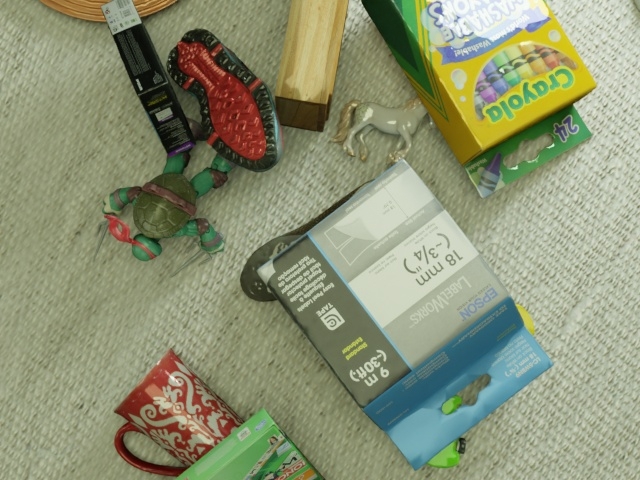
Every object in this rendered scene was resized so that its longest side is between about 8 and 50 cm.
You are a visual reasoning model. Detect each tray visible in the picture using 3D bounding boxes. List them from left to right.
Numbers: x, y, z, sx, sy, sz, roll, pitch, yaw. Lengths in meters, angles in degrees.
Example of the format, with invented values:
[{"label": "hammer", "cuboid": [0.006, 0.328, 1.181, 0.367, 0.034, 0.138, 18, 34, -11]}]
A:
[{"label": "tray", "cuboid": [0.011, -0.364, 1.621, 0.076, 0.203, 0.410, 9, 85, -1]}]

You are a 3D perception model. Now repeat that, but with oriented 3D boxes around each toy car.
[{"label": "toy car", "cuboid": [0.163, 0.191, 1.647, 0.239, 0.053, 0.224, 3, 85, 1]}]

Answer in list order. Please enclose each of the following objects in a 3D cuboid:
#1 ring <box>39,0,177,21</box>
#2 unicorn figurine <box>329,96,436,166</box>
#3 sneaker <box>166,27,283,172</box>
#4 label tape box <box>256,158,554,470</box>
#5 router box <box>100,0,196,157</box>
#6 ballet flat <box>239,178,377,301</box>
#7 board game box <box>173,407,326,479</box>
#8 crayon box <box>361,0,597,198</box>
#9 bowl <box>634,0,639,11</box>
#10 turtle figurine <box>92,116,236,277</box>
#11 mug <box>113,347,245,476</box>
[{"label": "ring", "cuboid": [-0.295, -0.468, 1.716, 0.337, 0.032, 0.336, 0, 86, 0]}, {"label": "unicorn figurine", "cuboid": [0.101, -0.156, 1.674, 0.162, 0.060, 0.111, 16, 84, 1]}, {"label": "sneaker", "cuboid": [-0.098, -0.179, 1.607, 0.104, 0.125, 0.262, -44, 50, 15]}, {"label": "label tape box", "cuboid": [0.115, 0.099, 1.573, 0.241, 0.106, 0.333, -38, 86, 0]}, {"label": "router box", "cuboid": [-0.226, -0.216, 1.607, 0.046, 0.133, 0.179, -24, 55, -3]}, {"label": "ballet flat", "cuboid": [0.000, 0.000, 1.668, 0.250, 0.058, 0.084, -37, 88, 1]}, {"label": "board game box", "cuboid": [-0.134, 0.389, 1.574, 0.317, 0.046, 0.213, -38, 121, -4]}, {"label": "crayon box", "cuboid": [0.226, -0.246, 1.649, 0.203, 0.083, 0.323, -29, 86, -19]}, {"label": "bowl", "cuboid": [0.504, -0.388, 1.703, 0.142, 0.053, 0.142, -8, 86, 0]}, {"label": "turtle figurine", "cuboid": [-0.198, -0.044, 1.639, 0.175, 0.118, 0.234, 32, 77, -3]}, {"label": "mug", "cuboid": [-0.181, 0.248, 1.627, 0.169, 0.150, 0.113, 41, 41, -1]}]
